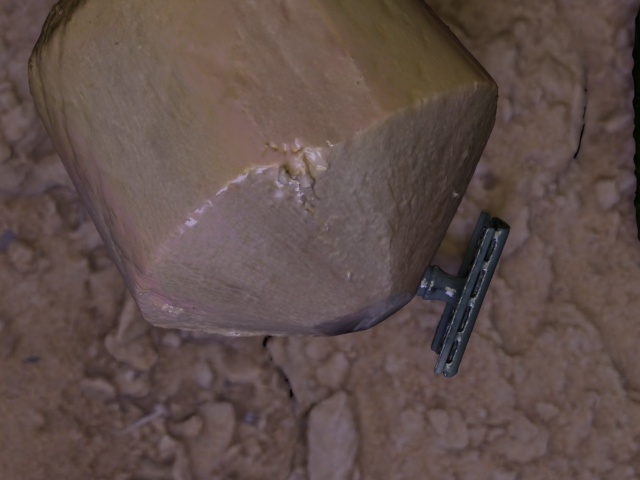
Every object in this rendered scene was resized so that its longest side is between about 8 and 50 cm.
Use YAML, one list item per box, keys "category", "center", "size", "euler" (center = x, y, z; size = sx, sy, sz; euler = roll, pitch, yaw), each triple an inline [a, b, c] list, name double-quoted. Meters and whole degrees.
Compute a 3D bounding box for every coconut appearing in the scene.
- category: "coconut"
  center: [-0.028, -0.057, 0.884]
  size: [0.239, 0.239, 0.244]
  euler: [-37, 73, 5]

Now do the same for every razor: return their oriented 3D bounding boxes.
- category: "razor"
  center: [0.000, 0.000, 1.018]
  size: [0.232, 0.068, 0.106]
  euler: [20, 100, 0]

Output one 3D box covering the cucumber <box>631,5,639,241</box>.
- category: "cucumber"
  center: [0.236, -0.075, 1.006]
  size: [0.069, 0.069, 0.227]
  euler: [-2, 106, -2]
